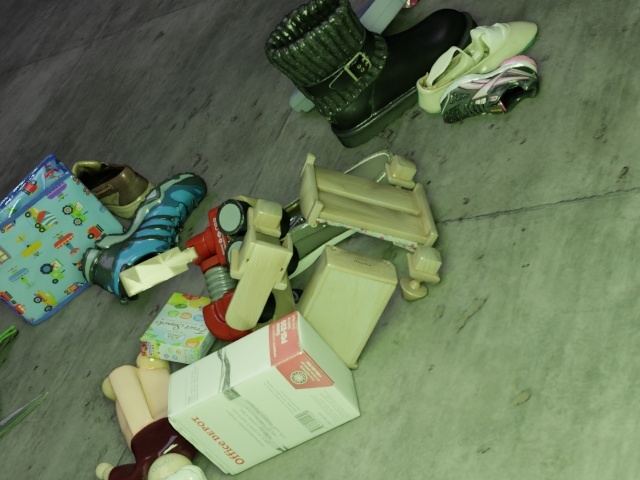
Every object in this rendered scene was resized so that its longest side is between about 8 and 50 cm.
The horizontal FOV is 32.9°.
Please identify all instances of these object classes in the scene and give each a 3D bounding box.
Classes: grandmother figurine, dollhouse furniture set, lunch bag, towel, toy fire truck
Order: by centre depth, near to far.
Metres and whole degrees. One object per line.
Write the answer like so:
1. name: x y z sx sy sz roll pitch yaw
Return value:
1. grandmother figurine: -0.248 0.296 1.619 0.208 0.104 0.342 -44 31 1
2. dollhouse furniture set: 0.000 0.000 1.627 0.355 0.303 0.173 -97 27 -53
3. toy fire truck: -0.172 0.066 1.710 0.246 0.158 0.217 -24 72 33
4. lunch bag: -0.546 0.017 2.119 0.293 0.221 0.138 -44 33 -8
5. towel: -0.689 0.223 2.159 0.152 0.023 0.113 -23 13 22

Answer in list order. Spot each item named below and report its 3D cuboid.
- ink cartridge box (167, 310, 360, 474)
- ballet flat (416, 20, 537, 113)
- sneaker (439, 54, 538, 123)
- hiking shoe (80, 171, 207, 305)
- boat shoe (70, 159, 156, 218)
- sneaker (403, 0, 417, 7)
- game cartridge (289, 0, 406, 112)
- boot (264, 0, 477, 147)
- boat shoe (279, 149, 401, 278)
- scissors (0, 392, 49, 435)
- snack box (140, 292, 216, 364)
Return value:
1. ink cartridge box: -0.080 0.215 1.498 0.218 0.158 0.092 -29 36 14
2. ballet flat: 0.266 -0.318 1.874 0.248 0.086 0.086 -40 33 -2
3. sneaker: 0.277 -0.237 1.783 0.178 0.072 0.077 -29 45 25
4. hiking shoe: -0.304 -0.001 2.048 0.132 0.113 0.304 32 64 24
5. boat shoe: -0.484 -0.127 2.319 0.342 0.123 0.123 11 57 49
6. sneaker: 0.179 -0.587 2.258 0.111 0.103 0.252 7 54 46
7. game cartridge: 0.063 -0.385 2.103 0.297 0.062 0.198 -53 6 -22
8. boot: 0.096 -0.355 1.916 0.348 0.260 0.131 -42 33 -5
9. boat shoe: 0.008 -0.053 1.794 0.305 0.091 0.109 -38 34 1
10. scissors: -0.608 0.374 1.931 0.297 0.021 0.109 -22 69 -6
11. snack box: -0.218 0.142 1.760 0.100 0.037 0.141 7 32 15
